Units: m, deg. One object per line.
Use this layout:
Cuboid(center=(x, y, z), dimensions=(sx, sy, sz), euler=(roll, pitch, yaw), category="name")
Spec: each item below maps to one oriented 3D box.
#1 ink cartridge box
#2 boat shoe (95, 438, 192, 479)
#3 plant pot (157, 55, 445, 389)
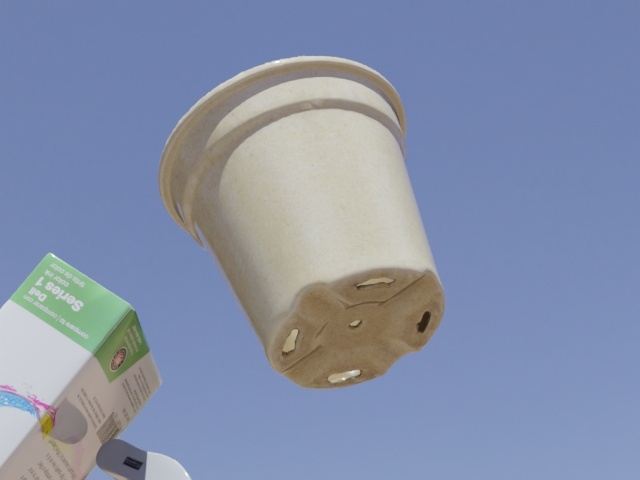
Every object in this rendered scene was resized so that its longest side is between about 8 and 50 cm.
Cuboid(center=(-0.296, 0.183, 1.426), dimensions=(0.117, 0.278, 0.201), euler=(31, -21, 17), category="ink cartridge box")
Cuboid(center=(-0.166, 0.235, 1.408), dimensions=(0.142, 0.049, 0.040), euler=(20, -25, 44), category="boat shoe")
Cuboid(center=(0.000, 0.000, 1.751), dimensions=(0.333, 0.305, 0.334), euler=(-15, -38, -12), category="plant pot")
